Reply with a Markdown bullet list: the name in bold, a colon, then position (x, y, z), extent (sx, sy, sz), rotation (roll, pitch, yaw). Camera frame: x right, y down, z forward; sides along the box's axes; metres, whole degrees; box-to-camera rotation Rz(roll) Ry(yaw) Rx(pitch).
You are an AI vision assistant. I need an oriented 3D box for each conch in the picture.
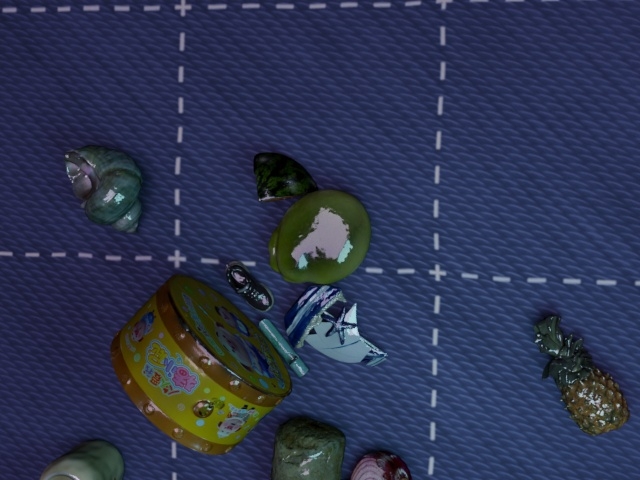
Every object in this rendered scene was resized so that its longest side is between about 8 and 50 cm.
- **conch**: position (-0.573, -0.136, 1.768), extent (0.220, 0.195, 0.277), rotation (-20, 113, 27)

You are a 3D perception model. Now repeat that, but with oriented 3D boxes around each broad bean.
- **broad bean**: position (0.000, 0.000, 1.718), extent (0.291, 0.119, 0.238), rotation (-42, 88, 7)

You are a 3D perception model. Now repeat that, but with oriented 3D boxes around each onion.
- **onion**: position (0.141, 0.654, 1.719), extent (0.218, 0.140, 0.195), rotation (-23, 66, 45)

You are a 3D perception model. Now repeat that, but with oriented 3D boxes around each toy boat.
- **toy boat**: position (0.047, 0.223, 1.731), extent (0.292, 0.070, 0.210), rotation (14, 114, 7)

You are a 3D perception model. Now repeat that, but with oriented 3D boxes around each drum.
- **drum**: position (-0.287, 0.298, 1.618), extent (0.431, 0.431, 0.214), rotation (44, 96, 4)

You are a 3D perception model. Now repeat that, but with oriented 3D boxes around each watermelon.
- **watermelon**: position (-0.112, -0.177, 1.737), extent (0.137, 0.193, 0.145), rotation (-15, 87, 51)

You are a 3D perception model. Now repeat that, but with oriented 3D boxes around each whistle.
- **whistle**: position (-0.101, 0.289, 1.780), extent (0.039, 0.039, 0.186), rotation (-39, 86, 6)

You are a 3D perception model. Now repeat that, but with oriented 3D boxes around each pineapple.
- **pineapple**: position (0.632, 0.330, 1.637), extent (0.170, 0.141, 0.310), rotation (-27, 83, -30)

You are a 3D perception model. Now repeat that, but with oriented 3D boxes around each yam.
- **yam**: position (-0.039, 0.624, 1.702), extent (0.195, 0.195, 0.300), rotation (6, 93, 7)

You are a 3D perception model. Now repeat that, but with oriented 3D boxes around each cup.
- **cup**: position (-0.685, 0.663, 1.777), extent (0.255, 0.202, 0.173), rotation (-20, 89, 7)

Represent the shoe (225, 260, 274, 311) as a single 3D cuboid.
- **shoe**: position (-0.198, 0.126, 1.757), extent (0.071, 0.099, 0.169), rotation (-43, 87, 4)
